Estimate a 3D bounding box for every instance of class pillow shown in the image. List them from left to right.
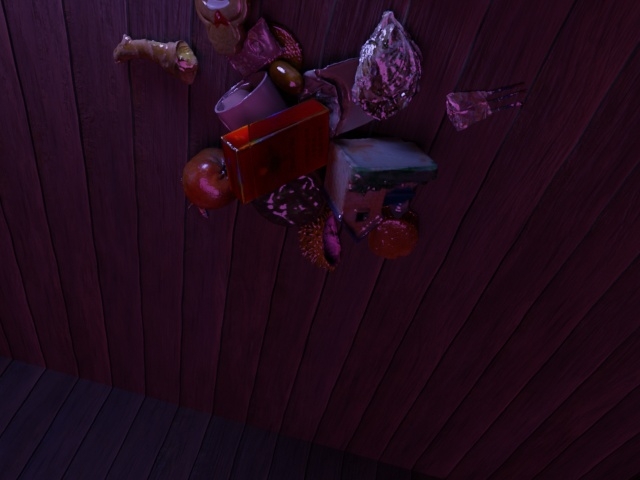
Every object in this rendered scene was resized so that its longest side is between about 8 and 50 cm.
[{"bbox_3d":[-0.193,-0.550,1.495,0.184,0.043,0.118,-19,122,37],"label":"pillow"}]

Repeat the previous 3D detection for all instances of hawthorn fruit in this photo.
[{"bbox_3d":[-0.387,-0.193,1.778,0.210,0.211,0.262,42,133,-22],"label":"hawthorn fruit"}]

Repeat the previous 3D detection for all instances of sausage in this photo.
[{"bbox_3d":[-0.474,-0.160,1.944,0.028,0.025,0.198,-21,124,10],"label":"sausage"}]

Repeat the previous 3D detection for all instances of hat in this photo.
[{"bbox_3d":[0.064,-0.439,1.553,0.244,0.149,0.214,-24,122,-14],"label":"hat"}]

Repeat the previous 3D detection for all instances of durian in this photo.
[{"bbox_3d":[-0.013,0.007,1.928,0.186,0.154,0.261,8,128,41],"label":"durian"}]

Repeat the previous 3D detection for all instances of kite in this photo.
[{"bbox_3d":[0.487,-0.397,1.520,0.229,0.016,0.127,-8,131,23],"label":"kite"}]

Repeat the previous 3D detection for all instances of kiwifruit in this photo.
[{"bbox_3d":[-0.098,-0.473,1.503,0.124,0.075,0.075,46,132,14],"label":"kiwifruit"}]

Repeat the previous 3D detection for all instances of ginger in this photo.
[{"bbox_3d":[-0.499,-0.555,1.581,0.294,0.086,0.131,12,141,14],"label":"ginger"}]

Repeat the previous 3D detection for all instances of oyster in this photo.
[{"bbox_3d":[0.192,-0.474,1.447,0.198,0.112,0.268,24,115,-15],"label":"oyster"}]

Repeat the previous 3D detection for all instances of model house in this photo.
[{"bbox_3d":[0.168,-0.148,1.598,0.312,0.245,0.280,-5,127,-22],"label":"model house"}]

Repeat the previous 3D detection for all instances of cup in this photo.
[{"bbox_3d":[-0.208,-0.375,1.603,0.252,0.192,0.200,-2,137,43],"label":"cup"}]

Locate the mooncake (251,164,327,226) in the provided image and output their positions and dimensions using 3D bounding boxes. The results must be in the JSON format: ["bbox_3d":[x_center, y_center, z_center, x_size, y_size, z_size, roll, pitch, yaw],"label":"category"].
[{"bbox_3d":[-0.102,-0.188,1.741,0.290,0.161,0.291,6,129,7],"label":"mooncake"}]

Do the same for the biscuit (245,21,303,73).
[{"bbox_3d":[-0.137,-0.570,1.510,0.206,0.025,0.126,22,132,-6],"label":"biscuit"}]

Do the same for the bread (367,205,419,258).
[{"bbox_3d":[0.256,-0.024,1.834,0.199,0.104,0.199,5,131,6],"label":"bread"}]

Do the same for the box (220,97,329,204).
[{"bbox_3d":[-0.121,-0.259,1.493,0.089,0.313,0.198,44,151,32],"label":"box"}]

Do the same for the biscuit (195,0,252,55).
[{"bbox_3d":[-0.261,-0.668,1.406,0.183,0.047,0.320,35,130,11],"label":"biscuit"}]
